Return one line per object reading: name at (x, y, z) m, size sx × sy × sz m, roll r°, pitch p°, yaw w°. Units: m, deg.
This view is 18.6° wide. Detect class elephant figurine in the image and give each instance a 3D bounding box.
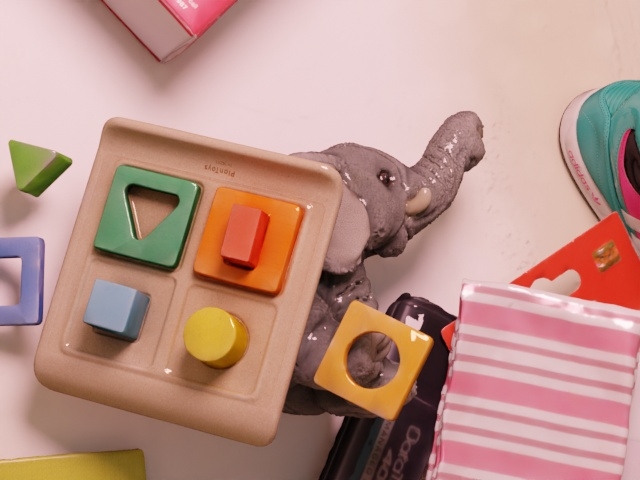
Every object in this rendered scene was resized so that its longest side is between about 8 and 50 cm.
elephant figurine at (0.000, 0.000, 1.413) m, size 0.186 × 0.169 × 0.239 m, roll 27°, pitch 65°, yaw -52°

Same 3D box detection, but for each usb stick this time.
usb stick at (0.038, 0.173, 1.450) m, size 0.077 × 0.045 × 0.278 m, roll 29°, pitch 73°, yaw -22°

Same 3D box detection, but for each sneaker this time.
sneaker at (0.325, -0.010, 1.512) m, size 0.124 × 0.178 × 0.295 m, roll -41°, pitch 98°, yaw -21°

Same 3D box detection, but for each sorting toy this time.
sorting toy at (-0.092, 0.025, 1.318) m, size 0.348 × 0.047 × 0.196 m, roll 13°, pitch 85°, yaw 16°

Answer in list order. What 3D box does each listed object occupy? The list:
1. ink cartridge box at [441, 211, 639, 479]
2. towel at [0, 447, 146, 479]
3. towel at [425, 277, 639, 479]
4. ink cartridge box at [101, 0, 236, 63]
ink cartridge box at (0.221, 0.125, 1.497) m, size 0.189 × 0.066 × 0.232 m, roll -33°, pitch 111°, yaw -21°
towel at (-0.234, 0.204, 1.357) m, size 0.237 × 0.021 × 0.102 m, roll -3°, pitch 87°, yaw -21°
towel at (0.159, 0.134, 1.438) m, size 0.144 × 0.029 × 0.197 m, roll 10°, pitch 86°, yaw -2°
ink cartridge box at (-0.083, -0.276, 1.437) m, size 0.172 × 0.100 × 0.237 m, roll 47°, pitch 71°, yaw -9°
